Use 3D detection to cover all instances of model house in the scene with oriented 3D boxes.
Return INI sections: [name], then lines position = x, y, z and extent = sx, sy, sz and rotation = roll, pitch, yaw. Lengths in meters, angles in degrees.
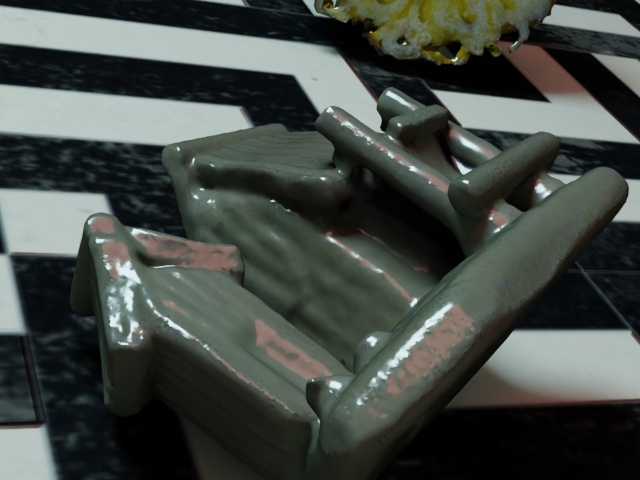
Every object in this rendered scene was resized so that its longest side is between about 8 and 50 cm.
[model house]
position = 0.003, 0.008, 0.470
extent = 0.188, 0.122, 0.229
rotation = 30, 35, 21

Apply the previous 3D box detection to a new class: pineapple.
[pineapple]
position = 0.073, -0.284, 0.917
extent = 0.263, 0.262, 0.271
rotation = 11, 12, -13
